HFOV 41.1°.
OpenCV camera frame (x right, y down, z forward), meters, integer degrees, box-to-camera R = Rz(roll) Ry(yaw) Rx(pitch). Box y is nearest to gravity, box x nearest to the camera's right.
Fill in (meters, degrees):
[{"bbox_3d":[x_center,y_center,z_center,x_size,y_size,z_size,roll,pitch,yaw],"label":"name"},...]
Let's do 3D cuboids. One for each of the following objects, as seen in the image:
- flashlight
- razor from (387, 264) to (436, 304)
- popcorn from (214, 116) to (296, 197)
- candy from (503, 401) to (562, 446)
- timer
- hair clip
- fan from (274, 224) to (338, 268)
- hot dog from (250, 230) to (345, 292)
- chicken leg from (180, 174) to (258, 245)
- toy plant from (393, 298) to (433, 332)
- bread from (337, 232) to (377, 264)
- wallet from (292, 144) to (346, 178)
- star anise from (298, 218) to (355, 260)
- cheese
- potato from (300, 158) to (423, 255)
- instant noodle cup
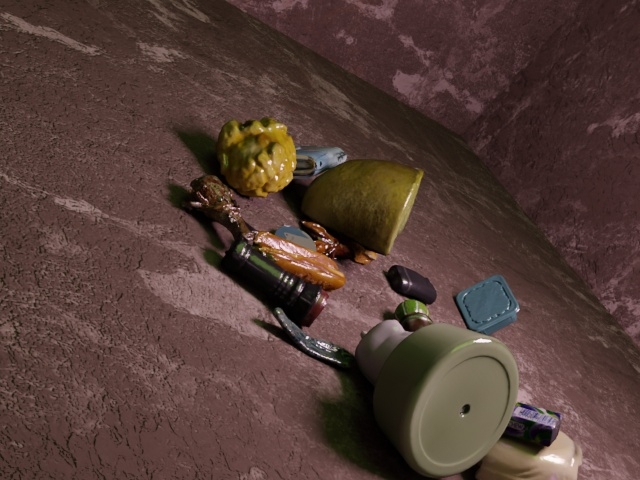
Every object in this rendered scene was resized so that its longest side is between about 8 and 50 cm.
[{"bbox_3d":[-0.098,0.085,1.764,0.232,0.093,0.093,33,22,-5],"label":"flashlight"},{"bbox_3d":[0.253,0.121,2.321,0.148,0.054,0.090,25,30,-34],"label":"razor"},{"bbox_3d":[-0.167,-0.206,2.117,0.203,0.226,0.200,9,-27,18],"label":"popcorn"},{"bbox_3d":[0.348,0.358,1.801,0.312,0.061,0.088,13,13,27],"label":"candy"},{"bbox_3d":[0.188,0.269,1.709,0.290,0.291,0.315,23,4,-38],"label":"timer"},{"bbox_3d":[-0.018,0.201,1.728,0.229,0.036,0.066,36,24,-30],"label":"hair clip"},{"bbox_3d":[-0.033,0.026,2.029,0.175,0.005,0.113,30,41,-9],"label":"fan"},{"bbox_3d":[-0.057,0.048,1.908,0.268,0.072,0.115,23,28,-36],"label":"hot dog"},{"bbox_3d":[-0.210,-0.060,1.849,0.196,0.080,0.125,41,25,7],"label":"chicken leg"},{"bbox_3d":[0.226,0.201,2.068,0.092,0.093,0.162,33,23,-20],"label":"toy plant"},{"bbox_3d":[0.097,0.007,2.276,0.074,0.053,0.132,23,25,-40],"label":"bread"},{"bbox_3d":[-0.049,-0.220,2.338,0.176,0.075,0.250,5,12,19],"label":"wallet"},{"bbox_3d":[0.002,-0.003,2.133,0.157,0.053,0.212,51,27,13],"label":"star anise"},{"bbox_3d":[0.432,0.461,1.829,0.233,0.127,0.266,19,11,17],"label":"cheese"},{"bbox_3d":[0.109,-0.134,2.246,0.280,0.213,0.330,20,18,9],"label":"potato"},{"bbox_3d":[0.489,0.197,2.470,0.070,0.157,0.179,55,11,-34],"label":"instant noodle cup"}]
